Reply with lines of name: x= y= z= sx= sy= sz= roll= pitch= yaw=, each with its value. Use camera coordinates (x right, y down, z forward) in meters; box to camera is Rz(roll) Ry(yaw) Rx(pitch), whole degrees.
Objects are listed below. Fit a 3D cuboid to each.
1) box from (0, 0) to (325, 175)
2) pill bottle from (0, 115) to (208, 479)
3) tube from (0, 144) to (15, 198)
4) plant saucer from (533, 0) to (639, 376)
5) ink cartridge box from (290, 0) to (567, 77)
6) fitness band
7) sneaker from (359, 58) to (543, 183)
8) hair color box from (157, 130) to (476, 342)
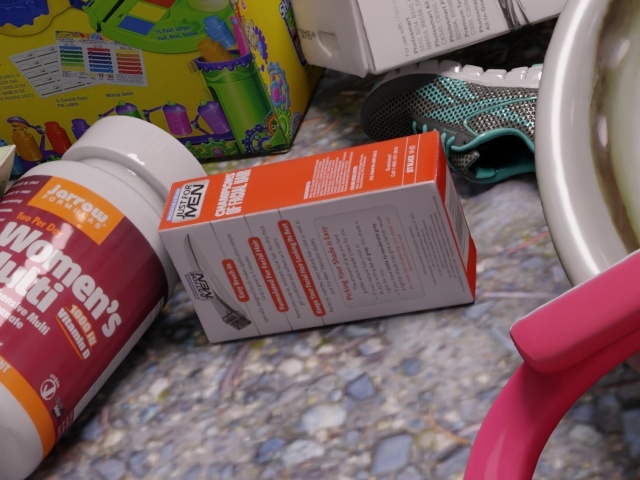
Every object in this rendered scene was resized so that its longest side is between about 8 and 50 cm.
box: x=-0.172 y=-0.212 z=1.068 sx=0.290 sy=0.279 sz=0.177 roll=-3 pitch=40 yaw=23
pill bottle: x=-0.162 y=0.029 z=0.888 sx=0.121 sy=0.121 sz=0.221 roll=7 pitch=45 yaw=34
tube: x=-0.240 y=-0.025 z=0.970 sx=0.062 sy=0.070 sz=0.240 roll=-4 pitch=4 yaw=-16
plant saucer: x=0.309 y=-0.051 z=0.706 sx=0.400 sy=0.100 sz=0.400 roll=-9 pitch=61 yaw=17
ink cartridge box: x=0.092 y=-0.183 z=0.998 sx=0.203 sy=0.086 sz=0.148 roll=-19 pitch=15 yaw=-14
fitness band: x=0.189 y=0.091 z=0.593 sx=0.291 sy=0.054 sz=0.209 roll=-30 pitch=65 yaw=16
sneaker: x=0.093 y=-0.071 z=0.939 sx=0.166 sy=0.065 sz=0.076 roll=0 pitch=48 yaw=33
hair color box: x=0.000 y=0.000 z=0.866 sx=0.167 sy=0.093 sz=0.053 roll=-10 pitch=37 yaw=15
